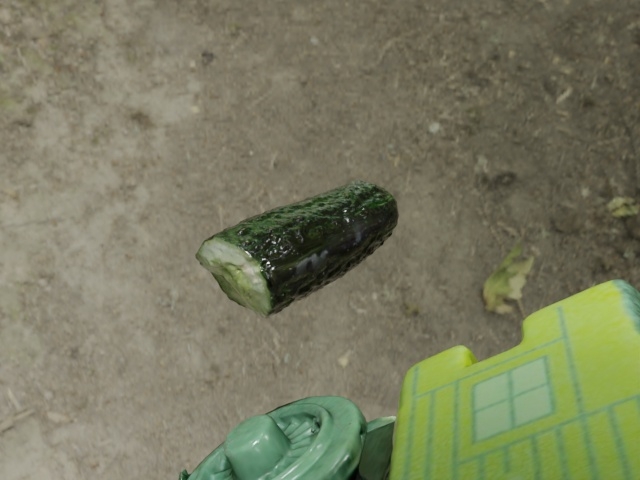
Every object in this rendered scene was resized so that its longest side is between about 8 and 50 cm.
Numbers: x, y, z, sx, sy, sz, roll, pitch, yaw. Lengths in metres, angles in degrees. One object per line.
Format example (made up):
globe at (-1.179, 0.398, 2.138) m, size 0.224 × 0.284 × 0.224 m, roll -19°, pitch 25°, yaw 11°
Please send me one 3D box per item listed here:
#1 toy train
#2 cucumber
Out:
toy train at (0.064, 0.169, 0.325) m, size 0.272 × 0.179 × 0.442 m, roll -26°, pitch 15°, yaw 17°
cucumber at (-0.001, -0.001, 0.777) m, size 0.074 × 0.074 × 0.241 m, roll 32°, pitch 30°, yaw 22°
